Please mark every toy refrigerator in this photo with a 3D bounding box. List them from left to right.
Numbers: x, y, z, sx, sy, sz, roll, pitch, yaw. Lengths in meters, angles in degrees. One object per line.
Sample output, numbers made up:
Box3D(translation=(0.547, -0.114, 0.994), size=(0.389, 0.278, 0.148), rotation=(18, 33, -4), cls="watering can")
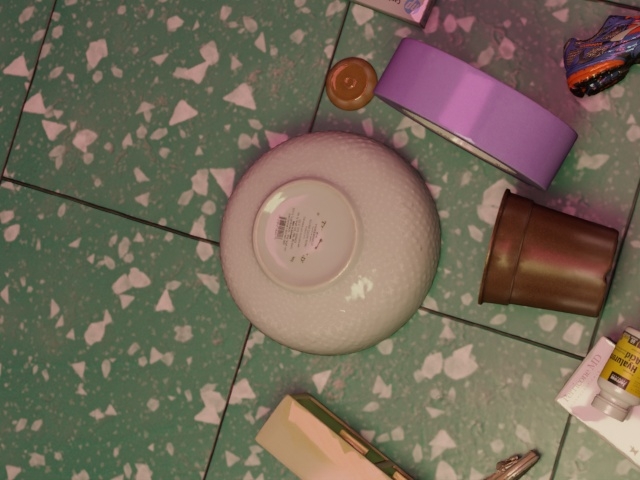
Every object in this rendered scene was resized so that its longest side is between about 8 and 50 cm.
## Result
Box3D(translation=(0.046, 0.331, 1.842), size=(0.269, 0.102, 0.094), rotation=(38, 96, 18), cls="toy refrigerator")

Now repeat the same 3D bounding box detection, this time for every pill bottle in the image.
Box3D(translation=(0.403, 0.176, 1.677), size=(0.065, 0.065, 0.116), rotation=(28, 92, 18), cls="pill bottle")

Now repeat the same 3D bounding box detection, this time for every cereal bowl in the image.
Box3D(translation=(0.000, 0.000, 1.872), size=(0.339, 0.141, 0.339), rotation=(-2, 85, 17), cls="cereal bowl")

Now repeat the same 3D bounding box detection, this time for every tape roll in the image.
Box3D(translation=(0.210, -0.172, 1.749), size=(0.275, 0.275, 0.090), rotation=(31, 95, 18), cls="tape roll")

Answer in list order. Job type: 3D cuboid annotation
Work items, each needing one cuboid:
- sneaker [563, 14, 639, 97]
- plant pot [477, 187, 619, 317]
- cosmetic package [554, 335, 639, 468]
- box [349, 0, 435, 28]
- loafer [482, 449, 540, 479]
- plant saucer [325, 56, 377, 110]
Box3D(translation=(0.438, -0.288, 1.793), size=(0.221, 0.083, 0.087), rotation=(-25, 70, 11), cls="sneaker")
Box3D(translation=(0.316, 0.028, 1.762), size=(0.165, 0.167, 0.167), rotation=(14, 89, 12), cls="plant pot")
Box3D(translation=(0.443, 0.243, 1.733), size=(0.231, 0.085, 0.117), rotation=(37, 96, 17), cls="cosmetic package")
Box3D(translation=(0.125, -0.431, 1.929), size=(0.145, 0.038, 0.186), rotation=(24, 93, 19), cls="box")
Box3D(translation=(0.252, 0.333, 1.808), size=(0.125, 0.045, 0.039), rotation=(-43, 67, 12), cls="loafer")
Box3D(translation=(0.045, -0.239, 1.947), size=(0.083, 0.015, 0.083), rotation=(-2, 84, 17), cls="plant saucer")
